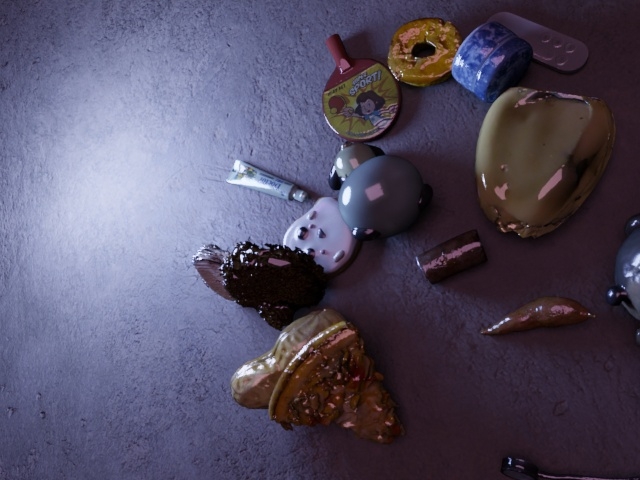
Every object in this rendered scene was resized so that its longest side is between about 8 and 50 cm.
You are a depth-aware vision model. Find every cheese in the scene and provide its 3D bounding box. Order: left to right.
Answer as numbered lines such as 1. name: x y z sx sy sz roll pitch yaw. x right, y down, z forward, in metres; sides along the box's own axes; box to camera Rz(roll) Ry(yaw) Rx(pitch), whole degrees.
1. cheese: 0.441 -0.154 1.156 0.259 0.128 0.316 12 76 33

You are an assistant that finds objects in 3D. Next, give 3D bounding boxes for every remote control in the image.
1. remote control: 0.478 -0.443 1.264 0.245 0.022 0.077 37 91 26

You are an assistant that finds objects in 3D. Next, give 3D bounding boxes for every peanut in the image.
1. peanut: -0.065 0.268 1.248 0.305 0.147 0.147 -42 65 9

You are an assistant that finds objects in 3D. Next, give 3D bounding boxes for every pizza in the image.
1. pizza: 0.022 0.331 1.157 0.251 0.074 0.288 -27 97 10

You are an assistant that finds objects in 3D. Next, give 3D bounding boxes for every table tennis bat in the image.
1. table tennis bat: 0.086 -0.382 1.411 0.200 0.038 0.310 -27 72 14

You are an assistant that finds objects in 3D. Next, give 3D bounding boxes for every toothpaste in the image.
1. toothpaste: -0.137 -0.146 1.445 0.255 0.037 0.067 23 87 30

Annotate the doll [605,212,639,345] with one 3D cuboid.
1. doll: 0.689 0.092 0.966 0.378 0.252 0.383 -3 77 -11

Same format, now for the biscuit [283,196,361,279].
1. biscuit: 0.000 0.000 1.342 0.208 0.049 0.181 -38 65 9

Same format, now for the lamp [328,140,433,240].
1. lamp: 0.120 -0.115 1.255 0.197 0.197 0.244 -41 48 9

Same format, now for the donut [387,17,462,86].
1. donut: 0.252 -0.439 1.338 0.178 0.065 0.162 18 89 25

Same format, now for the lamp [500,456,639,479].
1. lamp: 0.523 0.399 1.014 0.371 0.130 0.109 -8 51 34

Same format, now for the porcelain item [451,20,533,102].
1. porcelain item: 0.374 -0.382 1.224 0.147 0.147 0.114 -45 67 7

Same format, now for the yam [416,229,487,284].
1. yam: 0.279 0.037 1.197 0.141 0.079 0.079 -26 68 15

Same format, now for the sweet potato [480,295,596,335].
1. sweet potato: 0.424 0.147 1.119 0.226 0.068 0.068 -17 70 33

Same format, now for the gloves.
1. gloves: -0.136 0.094 1.306 0.312 0.135 0.210 -3 114 29
